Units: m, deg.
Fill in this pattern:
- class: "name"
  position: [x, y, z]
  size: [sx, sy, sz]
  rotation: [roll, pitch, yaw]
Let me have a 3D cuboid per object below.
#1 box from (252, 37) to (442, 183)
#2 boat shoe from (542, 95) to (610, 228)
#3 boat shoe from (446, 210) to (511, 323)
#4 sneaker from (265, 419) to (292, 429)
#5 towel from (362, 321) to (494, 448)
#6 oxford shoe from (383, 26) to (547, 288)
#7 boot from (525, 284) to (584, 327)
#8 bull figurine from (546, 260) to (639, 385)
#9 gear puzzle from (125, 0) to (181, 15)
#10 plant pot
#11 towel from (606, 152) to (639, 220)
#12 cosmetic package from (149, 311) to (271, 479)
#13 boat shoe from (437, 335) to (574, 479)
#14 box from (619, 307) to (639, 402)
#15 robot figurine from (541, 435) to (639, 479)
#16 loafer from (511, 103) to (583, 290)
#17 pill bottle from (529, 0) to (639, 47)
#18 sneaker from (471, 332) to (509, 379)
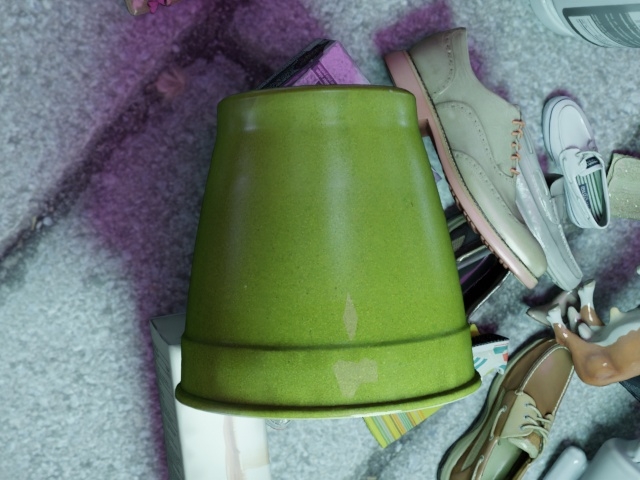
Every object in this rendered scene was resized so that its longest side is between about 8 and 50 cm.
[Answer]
- class: "box"
  position: [0.027, -0.141, 1.331]
  size: [0.163, 0.142, 0.247]
  rotation: [-39, 107, 1]
- class: "boat shoe"
  position: [0.425, -0.125, 1.518]
  size: [0.083, 0.076, 0.226]
  rotation: [-26, 108, -12]
- class: "boat shoe"
  position: [0.161, 0.102, 1.440]
  size: [0.355, 0.130, 0.132]
  rotation: [-50, 120, -3]
- class: "sneaker"
  position: [-0.072, 0.178, 1.407]
  size: [0.088, 0.093, 0.225]
  rotation: [-9, 104, -16]
- class: "towel"
  position: [0.173, 0.236, 1.541]
  size: [0.237, 0.021, 0.102]
  rotation: [-33, 115, -10]
- class: "oxford shoe"
  position: [0.238, -0.124, 1.347]
  size: [0.146, 0.140, 0.397]
  rotation: [-28, 86, 7]
- class: "boot"
  position: [0.397, 0.102, 1.561]
  size: [0.118, 0.042, 0.087]
  rotation: [17, 114, -47]
- class: "bull figurine"
  position: [0.506, 0.130, 1.445]
  size: [0.310, 0.101, 0.188]
  rotation: [-29, 95, 35]
- class: "gear puzzle"
  position: [-0.134, -0.436, 1.292]
  size: [0.339, 0.044, 0.175]
  rotation: [-22, 106, -16]
- class: "plant pot"
  position: [0.000, 0.000, 1.132]
  size: [0.366, 0.366, 0.353]
  rotation: [-4, 92, -18]
- class: "towel"
  position: [0.542, -0.084, 1.592]
  size: [0.148, 0.027, 0.110]
  rotation: [8, 99, -20]
- class: "cosmetic package"
  position: [-0.156, 0.258, 1.366]
  size: [0.129, 0.153, 0.296]
  rotation: [-10, 105, -18]
- class: "boat shoe"
  position: [0.327, 0.315, 1.553]
  size: [0.122, 0.120, 0.324]
  rotation: [33, 90, -22]
- class: "box"
  position: [0.701, 0.199, 1.506]
  size: [0.212, 0.395, 0.293]
  rotation: [41, 87, -21]
- class: "robot figurine"
  position: [0.512, 0.478, 1.589]
  size: [0.300, 0.200, 0.353]
  rotation: [35, 105, 21]
- class: "loafer"
  position: [0.340, -0.063, 1.485]
  size: [0.111, 0.112, 0.319]
  rotation: [-33, 109, -1]
- class: "pill bottle"
  position: [0.452, -0.375, 1.322]
  size: [0.210, 0.363, 0.210]
  rotation: [-4, 103, -17]
- class: "sneaker"
  position: [0.232, 0.198, 1.510]
  size: [0.161, 0.057, 0.075]
  rotation: [-8, 102, -23]
